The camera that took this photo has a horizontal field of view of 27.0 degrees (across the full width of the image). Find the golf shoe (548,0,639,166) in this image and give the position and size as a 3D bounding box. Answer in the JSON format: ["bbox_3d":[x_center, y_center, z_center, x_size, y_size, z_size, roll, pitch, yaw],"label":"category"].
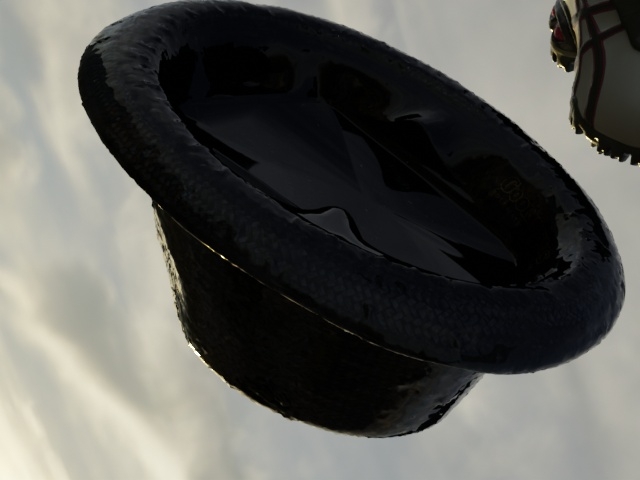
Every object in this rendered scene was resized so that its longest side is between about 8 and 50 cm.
[{"bbox_3d":[0.216,-0.141,0.899,0.273,0.105,0.120,-103,-168,-54],"label":"golf shoe"}]

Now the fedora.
[{"bbox_3d":[0.000,0.000,0.766,0.334,0.334,0.152,49,-51,38],"label":"fedora"}]
